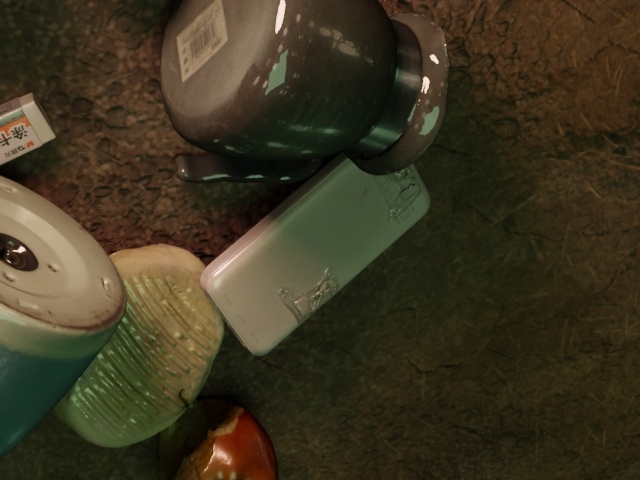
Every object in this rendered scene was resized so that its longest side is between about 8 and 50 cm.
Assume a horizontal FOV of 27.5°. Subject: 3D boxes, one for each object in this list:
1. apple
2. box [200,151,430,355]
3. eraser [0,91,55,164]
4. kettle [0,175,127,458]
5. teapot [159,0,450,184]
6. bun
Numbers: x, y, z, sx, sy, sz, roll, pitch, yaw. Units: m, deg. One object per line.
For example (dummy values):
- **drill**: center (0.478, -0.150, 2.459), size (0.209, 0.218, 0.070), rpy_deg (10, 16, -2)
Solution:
- **apple**: center (-0.124, 0.287, 1.606), size (0.156, 0.158, 0.147), rpy_deg (-43, 129, 4)
- **box**: center (0.000, 0.000, 1.498), size (0.285, 0.044, 0.142), rpy_deg (-41, 130, -11)
- **eraser**: center (-0.338, -0.102, 1.341), size (0.122, 0.029, 0.052), rpy_deg (-27, 128, -3)
- **kettle**: center (-0.412, 0.102, 1.314), size (0.342, 0.319, 0.247), rpy_deg (-51, 166, 20)
- **teapot**: center (-0.011, -0.140, 1.337), size (0.285, 0.223, 0.305), rpy_deg (13, 114, -36)
- **bun**: center (-0.221, 0.108, 1.469), size (0.210, 0.116, 0.237), rpy_deg (40, 76, -37)
